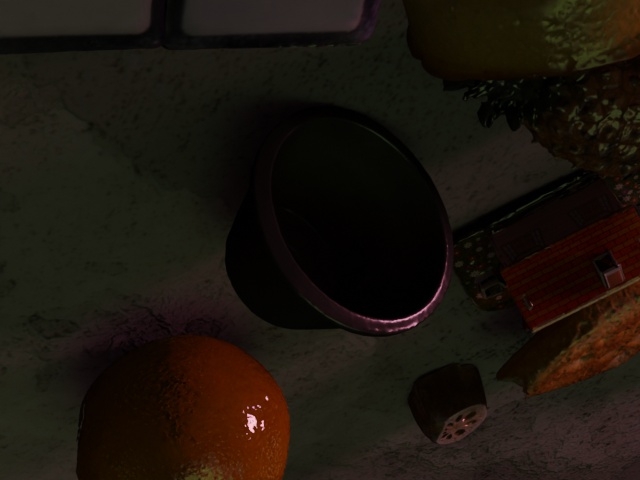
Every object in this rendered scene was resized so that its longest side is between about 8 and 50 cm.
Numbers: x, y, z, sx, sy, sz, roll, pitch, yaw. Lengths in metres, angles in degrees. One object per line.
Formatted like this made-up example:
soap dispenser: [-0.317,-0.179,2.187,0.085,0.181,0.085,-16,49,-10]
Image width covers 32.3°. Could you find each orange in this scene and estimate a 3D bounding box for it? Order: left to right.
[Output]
orange: [-0.174,0.252,1.409,0.274,0.274,0.274,-12,140,-10]

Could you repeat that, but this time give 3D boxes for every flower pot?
flower pot: [0.000,0.000,1.239,0.269,0.269,0.166,11,154,-33]

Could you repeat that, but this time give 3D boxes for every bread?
bread: [0.196,-0.251,0.991,0.270,0.270,0.148,-22,132,2]

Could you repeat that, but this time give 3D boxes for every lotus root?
lotus root: [0.206,0.255,1.727,0.112,0.081,0.122,-11,141,-23]

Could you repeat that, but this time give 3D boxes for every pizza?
pizza: [0.411,0.110,1.590,0.258,0.087,0.268,-12,150,-39]

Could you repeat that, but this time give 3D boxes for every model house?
model house: [0.339,0.039,1.469,0.294,0.154,0.207,-27,139,7]

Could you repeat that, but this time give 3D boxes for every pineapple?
pineapple: [0.254,-0.174,1.215,0.279,0.157,0.158,20,127,-23]

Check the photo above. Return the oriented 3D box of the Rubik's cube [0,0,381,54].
Rubik's cube: [-0.117,-0.332,0.713,0.313,0.318,0.316,-5,140,-17]
